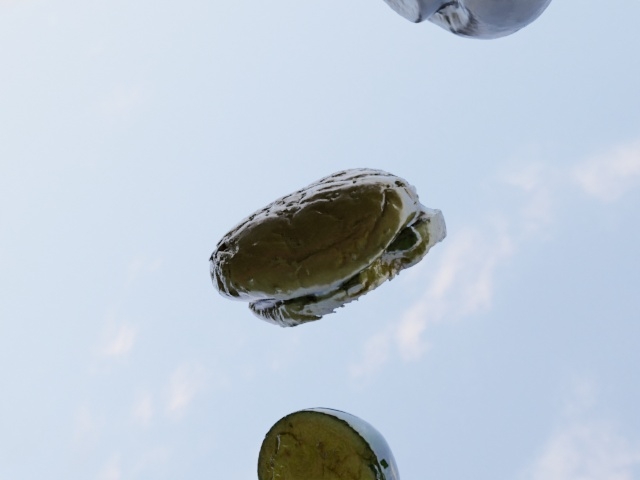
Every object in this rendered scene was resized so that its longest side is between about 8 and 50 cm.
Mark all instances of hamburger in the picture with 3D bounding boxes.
[{"bbox_3d":[0.000,-0.001,1.426,0.284,0.134,0.265,-31,-171,-10],"label":"hamburger"}]

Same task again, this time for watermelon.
[{"bbox_3d":[0.012,0.156,0.766,0.105,0.106,0.062,-11,-173,36],"label":"watermelon"}]

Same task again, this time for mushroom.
[{"bbox_3d":[0.129,-0.219,0.940,0.141,0.117,0.188,-44,-165,-5],"label":"mushroom"}]
